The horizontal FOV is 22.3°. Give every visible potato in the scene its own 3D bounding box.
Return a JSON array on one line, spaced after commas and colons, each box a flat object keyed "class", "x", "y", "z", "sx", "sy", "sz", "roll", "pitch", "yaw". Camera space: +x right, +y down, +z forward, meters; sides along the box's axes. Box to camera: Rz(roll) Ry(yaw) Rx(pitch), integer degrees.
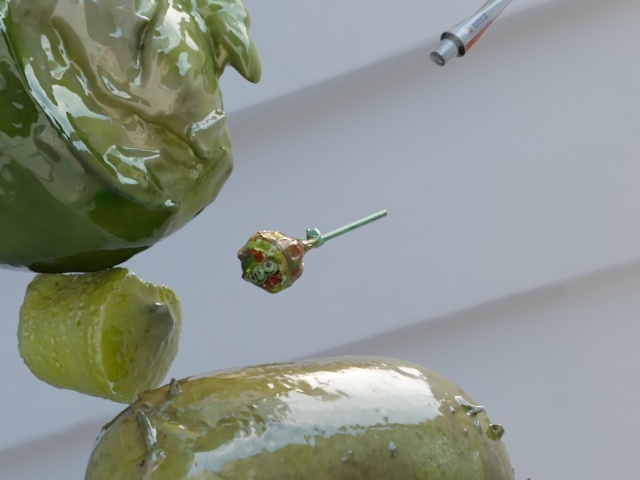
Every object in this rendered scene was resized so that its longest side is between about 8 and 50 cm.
[{"class": "potato", "x": -0.024, "y": 0.211, "z": 1.250, "sx": 0.359, "sy": 0.269, "sz": 0.219, "roll": 8, "pitch": 37, "yaw": -36}]

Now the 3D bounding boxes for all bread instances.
[{"class": "bread", "x": -0.189, "y": 0.082, "z": 1.404, "sx": 0.129, "sy": 0.114, "sz": 0.111, "roll": 43, "pitch": 57, "yaw": -55}]

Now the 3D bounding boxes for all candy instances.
[{"class": "candy", "x": 0.000, "y": 0.000, "z": 1.565, "sx": 0.201, "sy": 0.060, "sz": 0.060, "roll": -23, "pitch": 96, "yaw": -46}]

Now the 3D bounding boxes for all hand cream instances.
[{"class": "hand cream", "x": 0.206, "y": -0.282, "z": 1.992, "sx": 0.216, "sy": 0.052, "sz": 0.038, "roll": -43, "pitch": 121, "yaw": -27}]

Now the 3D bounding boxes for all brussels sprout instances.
[{"class": "brussels sprout", "x": -0.231, "y": -0.158, "z": 1.356, "sx": 0.276, "sy": 0.315, "sz": 0.371, "roll": -2, "pitch": 91, "yaw": -47}]
